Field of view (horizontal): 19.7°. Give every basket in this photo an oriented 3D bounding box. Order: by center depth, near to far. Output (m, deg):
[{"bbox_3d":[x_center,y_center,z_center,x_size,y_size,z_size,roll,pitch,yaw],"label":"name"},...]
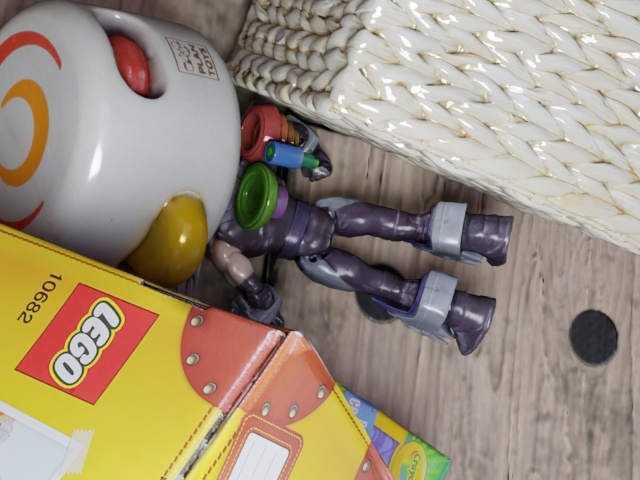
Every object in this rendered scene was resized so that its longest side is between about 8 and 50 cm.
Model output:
[{"bbox_3d":[0.144,-0.170,1.378,0.331,0.328,0.266,22,93,-20],"label":"basket"}]

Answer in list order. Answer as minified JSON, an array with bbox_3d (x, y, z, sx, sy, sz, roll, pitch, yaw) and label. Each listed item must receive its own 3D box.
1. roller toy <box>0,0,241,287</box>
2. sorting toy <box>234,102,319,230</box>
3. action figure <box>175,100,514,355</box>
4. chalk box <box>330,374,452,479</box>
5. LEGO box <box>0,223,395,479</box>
[{"bbox_3d":[-0.151,-0.068,1.311,0.146,0.209,0.191,7,90,-39],"label":"roller toy"},{"bbox_3d":[-0.032,-0.054,1.371,0.042,0.061,0.102,12,67,-31],"label":"sorting toy"},{"bbox_3d":[0.000,0.000,1.429,0.285,0.099,0.185,17,79,-4],"label":"action figure"},{"bbox_3d":[-0.002,0.191,1.367,0.213,0.132,0.132,37,67,-12],"label":"chalk box"},{"bbox_3d":[-0.253,0.240,1.094,0.500,0.372,0.193,-55,142,-21],"label":"LEGO box"}]
